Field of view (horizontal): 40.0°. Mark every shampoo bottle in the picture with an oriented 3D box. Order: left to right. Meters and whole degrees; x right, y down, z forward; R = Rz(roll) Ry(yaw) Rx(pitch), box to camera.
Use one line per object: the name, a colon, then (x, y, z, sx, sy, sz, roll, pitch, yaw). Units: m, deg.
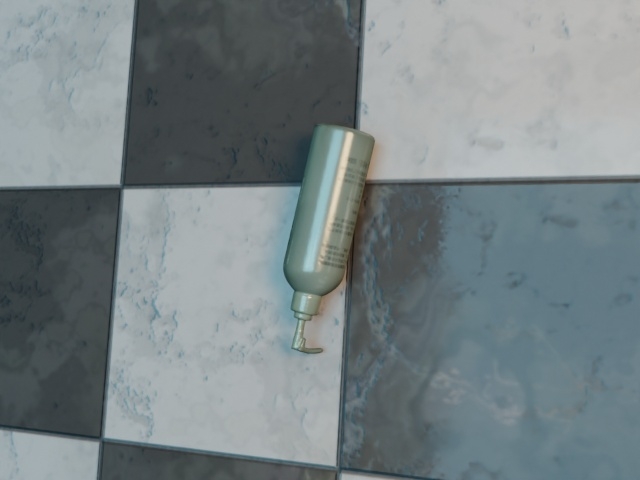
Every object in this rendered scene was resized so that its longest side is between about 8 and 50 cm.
shampoo bottle: (0.000, 0.000, 0.755, 0.056, 0.056, 0.195, 12, 88, 25)
